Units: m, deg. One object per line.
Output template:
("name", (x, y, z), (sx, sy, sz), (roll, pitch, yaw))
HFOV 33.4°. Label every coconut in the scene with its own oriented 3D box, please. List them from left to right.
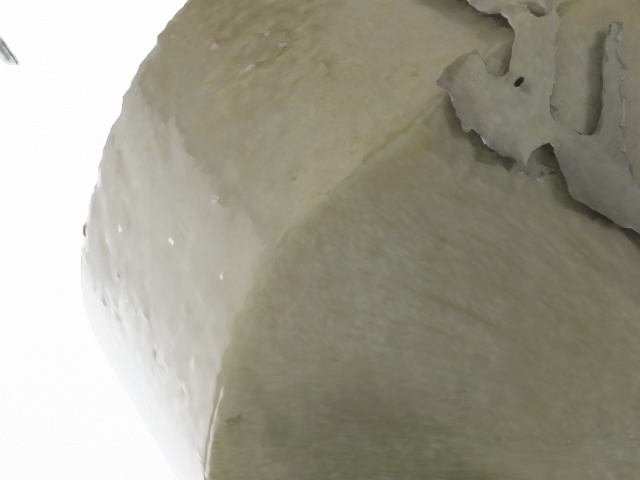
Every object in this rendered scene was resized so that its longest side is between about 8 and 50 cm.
("coconut", (0.058, 0.013, 0.457), (0.323, 0.323, 0.323), (3, -96, -26))

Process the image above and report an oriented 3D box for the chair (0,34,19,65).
("chair", (-0.400, -0.143, 0.958), (0.203, 0.275, 0.190), (-1, -105, -1))
